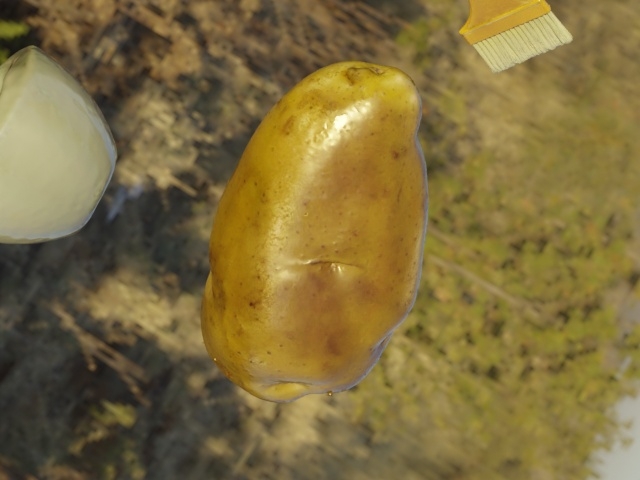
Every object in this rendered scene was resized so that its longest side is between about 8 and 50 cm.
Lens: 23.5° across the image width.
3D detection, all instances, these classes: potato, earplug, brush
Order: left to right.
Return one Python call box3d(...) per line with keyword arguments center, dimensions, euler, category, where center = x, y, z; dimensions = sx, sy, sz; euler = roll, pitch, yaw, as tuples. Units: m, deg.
box3d(center=(-0.333, -0.061, 1.340), dimensions=(0.325, 0.175, 0.214), euler=(-18, 175, -32), category="earplug")
box3d(center=(0.000, 0.000, 1.492), dimensions=(0.176, 0.195, 0.369), euler=(-29, 139, -57), category="potato")
box3d(center=(0.153, -0.274, 1.603), dimensions=(0.103, 0.272, 0.013), euler=(-21, -136, 32), category="brush")
